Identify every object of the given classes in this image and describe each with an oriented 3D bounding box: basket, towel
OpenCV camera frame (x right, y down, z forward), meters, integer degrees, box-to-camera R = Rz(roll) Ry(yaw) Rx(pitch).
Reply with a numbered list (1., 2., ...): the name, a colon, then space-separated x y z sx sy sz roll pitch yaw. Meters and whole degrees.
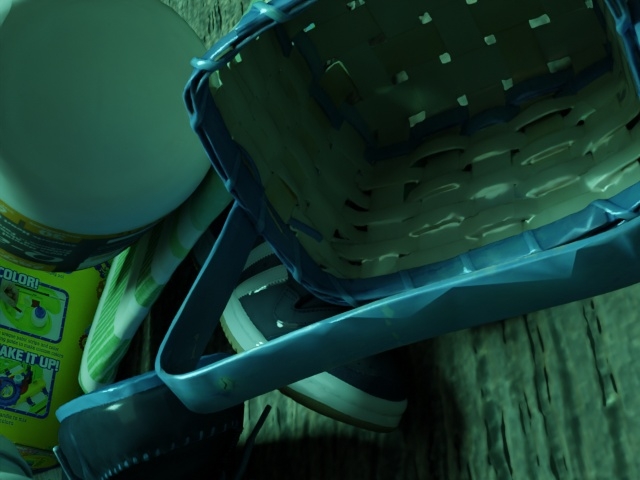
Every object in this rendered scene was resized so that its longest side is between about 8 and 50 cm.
1. basket: 0.057 -0.052 0.489 0.254 0.201 0.289 -19 28 29
2. towel: -0.113 -0.033 0.788 0.325 0.038 0.248 -49 23 43

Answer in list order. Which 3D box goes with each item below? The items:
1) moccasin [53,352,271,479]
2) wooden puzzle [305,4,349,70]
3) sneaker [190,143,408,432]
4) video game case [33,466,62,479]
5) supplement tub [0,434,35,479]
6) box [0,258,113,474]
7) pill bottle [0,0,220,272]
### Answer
1. moccasin: -0.103 0.163 0.651 0.342 0.137 0.117 121 134 -66
2. wooden puzzle: 0.002 -0.180 0.844 0.049 0.006 0.083 5 75 54
3. sneaker: 0.000 0.000 0.659 0.153 0.099 0.282 -61 32 11
4. video game case: -0.313 0.302 0.952 0.300 0.036 0.329 -57 36 13
5. supplement tub: -0.239 0.287 0.669 0.191 0.191 0.272 -52 56 19
6. box: -0.356 0.085 0.947 0.290 0.177 0.279 -25 52 44
7. pill bottle: -0.180 -0.062 0.686 0.278 0.162 0.162 155 131 -66
